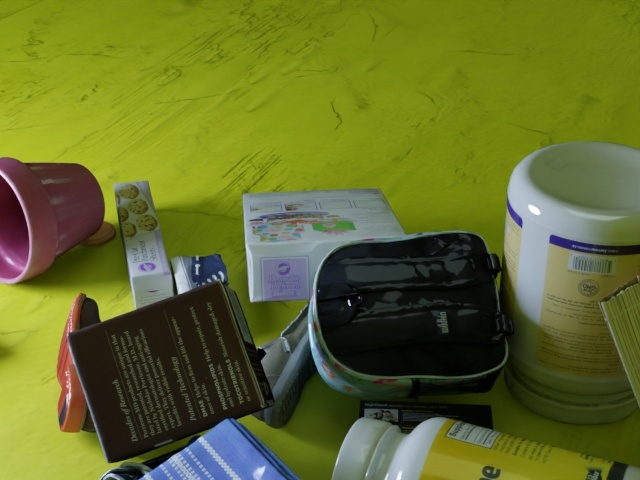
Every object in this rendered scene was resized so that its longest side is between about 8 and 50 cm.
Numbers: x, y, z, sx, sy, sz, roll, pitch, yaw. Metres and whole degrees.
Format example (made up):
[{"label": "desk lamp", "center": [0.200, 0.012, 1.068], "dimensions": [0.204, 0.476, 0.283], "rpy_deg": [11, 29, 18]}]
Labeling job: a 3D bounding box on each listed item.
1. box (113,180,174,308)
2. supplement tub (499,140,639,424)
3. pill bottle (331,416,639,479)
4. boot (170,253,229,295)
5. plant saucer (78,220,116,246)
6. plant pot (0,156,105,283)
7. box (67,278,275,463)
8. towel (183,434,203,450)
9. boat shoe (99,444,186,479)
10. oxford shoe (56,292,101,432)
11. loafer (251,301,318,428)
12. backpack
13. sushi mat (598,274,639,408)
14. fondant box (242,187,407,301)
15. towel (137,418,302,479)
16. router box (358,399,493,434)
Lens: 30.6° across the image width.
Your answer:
[{"label": "box", "center": [-0.298, 0.000, 1.951], "dimensions": [0.067, 0.063, 0.324], "rpy_deg": [-8, 31, -10]}, {"label": "supplement tub", "center": [0.363, 0.058, 1.585], "dimensions": [0.241, 0.331, 0.241], "rpy_deg": [0, 31, 0]}, {"label": "pill bottle", "center": [0.186, 0.307, 1.307], "dimensions": [0.334, 0.187, 0.188], "rpy_deg": [12, 32, 20]}, {"label": "boot", "center": [-0.181, 0.072, 1.821], "dimensions": [0.086, 0.069, 0.190], "rpy_deg": [-10, 30, -10]}, {"label": "plant saucer", "center": [-0.397, -0.015, 2.026], "dimensions": [0.084, 0.013, 0.083], "rpy_deg": [0, 30, 0]}, {"label": "plant pot", "center": [-0.463, -0.048, 1.913], "dimensions": [0.201, 0.201, 0.180], "rpy_deg": [22, 28, 33]}, {"label": "box", "center": [-0.182, 0.164, 1.466], "dimensions": [0.203, 0.167, 0.168], "rpy_deg": [-20, -7, 0]}, {"label": "towel", "center": [-0.121, 0.285, 1.408], "dimensions": [0.029, 0.119, 0.067], "rpy_deg": [4, 62, 55]}, {"label": "boat shoe", "center": [-0.223, 0.313, 1.381], "dimensions": [0.108, 0.102, 0.301], "rpy_deg": [22, 37, 33]}, {"label": "oxford shoe", "center": [-0.316, 0.175, 1.648], "dimensions": [0.098, 0.096, 0.271], "rpy_deg": [10, 34, -18]}, {"label": "loafer", "center": [-0.051, 0.159, 1.648], "dimensions": [0.087, 0.094, 0.251], "rpy_deg": [14, 33, 14]}, {"label": "backpack", "center": [0.108, 0.108, 1.589], "dimensions": [0.254, 0.191, 0.225], "rpy_deg": [-2, 66, -11]}, {"label": "sushi mat", "center": [0.443, 0.190, 1.424], "dimensions": [0.151, 0.316, 0.019], "rpy_deg": [-24, 5, -31]}, {"label": "fondant box", "center": [0.000, 0.000, 1.843], "dimensions": [0.238, 0.096, 0.330], "rpy_deg": [-3, 14, -4]}, {"label": "towel", "center": [-0.170, 0.325, 1.196], "dimensions": [0.336, 0.040, 0.243], "rpy_deg": [-31, 36, -19]}, {"label": "router box", "center": [0.136, 0.266, 1.514], "dimensions": [0.179, 0.046, 0.133], "rpy_deg": [2, 30, 4]}]
